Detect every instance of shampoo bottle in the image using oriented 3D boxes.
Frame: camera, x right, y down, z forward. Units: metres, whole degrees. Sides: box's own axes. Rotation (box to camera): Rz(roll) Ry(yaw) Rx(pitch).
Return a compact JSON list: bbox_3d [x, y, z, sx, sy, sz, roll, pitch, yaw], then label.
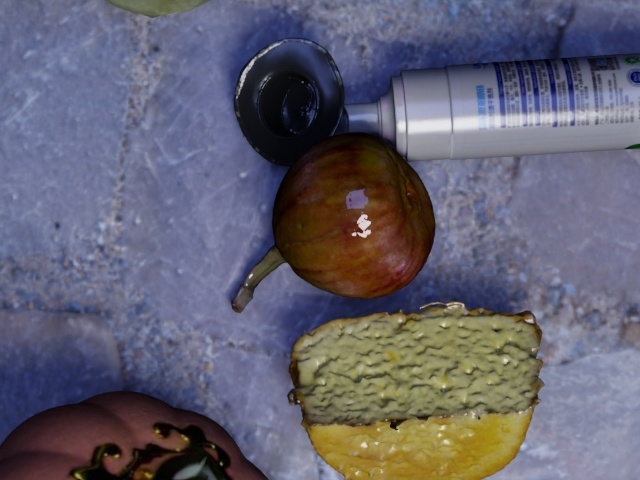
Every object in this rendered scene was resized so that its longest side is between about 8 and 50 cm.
[{"bbox_3d":[0.173,-0.122,1.609,0.303,0.092,0.092,-5,83,-1],"label":"shampoo bottle"}]

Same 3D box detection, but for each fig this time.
[{"bbox_3d":[0.023,-0.016,1.582,0.149,0.202,0.148,7,75,-26],"label":"fig"}]

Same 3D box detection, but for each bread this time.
[{"bbox_3d":[0.087,0.150,1.545,0.229,0.139,0.143,-3,40,2],"label":"bread"}]

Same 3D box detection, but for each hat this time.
[{"bbox_3d":[-0.024,-0.130,1.626,0.121,0.050,0.121,0,90,17],"label":"hat"}]

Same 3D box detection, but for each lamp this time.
[{"bbox_3d":[-0.172,0.285,1.488,0.305,0.239,0.305,21,47,-25],"label":"lamp"}]

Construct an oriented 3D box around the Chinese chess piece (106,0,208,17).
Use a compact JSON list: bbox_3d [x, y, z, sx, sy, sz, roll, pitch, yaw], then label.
[{"bbox_3d":[-0.156,-0.307,1.638,0.188,0.083,0.188,0,80,-2],"label":"Chinese chess piece"}]
